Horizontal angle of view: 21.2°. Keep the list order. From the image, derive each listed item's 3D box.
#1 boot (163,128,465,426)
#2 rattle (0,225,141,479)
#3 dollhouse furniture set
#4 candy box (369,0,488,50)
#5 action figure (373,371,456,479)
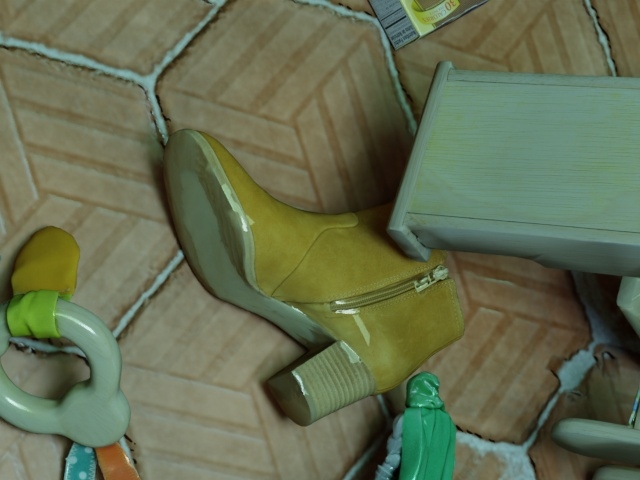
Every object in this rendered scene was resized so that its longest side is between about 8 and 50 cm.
[{"bbox_3d":[0.001,0.001,1.530,0.211,0.104,0.295,-32,99,-34],"label":"boot"},{"bbox_3d":[-0.206,0.111,1.430,0.130,0.143,0.200,-36,114,3],"label":"rattle"},{"bbox_3d":[0.268,0.013,1.584,0.394,0.256,0.362,46,56,-53],"label":"dollhouse furniture set"},{"bbox_3d":[0.079,-0.291,1.652,0.109,0.053,0.187,-31,95,-30],"label":"candy box"},{"bbox_3d":[0.080,0.231,1.512,0.137,0.063,0.232,20,76,-51],"label":"action figure"}]
